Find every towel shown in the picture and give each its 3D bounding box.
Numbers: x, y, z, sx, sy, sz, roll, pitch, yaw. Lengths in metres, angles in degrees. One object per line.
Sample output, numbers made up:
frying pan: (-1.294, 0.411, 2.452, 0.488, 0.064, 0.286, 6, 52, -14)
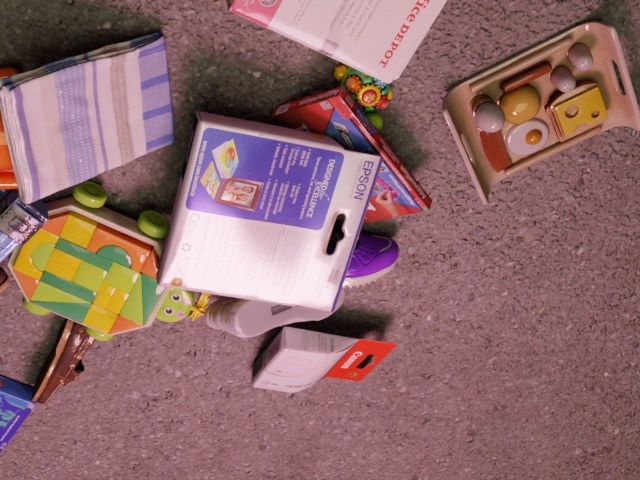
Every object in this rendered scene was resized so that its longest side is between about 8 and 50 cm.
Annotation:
towel: (-0.345, -0.188, 1.522, 0.285, 0.034, 0.209, -27, 134, -33)

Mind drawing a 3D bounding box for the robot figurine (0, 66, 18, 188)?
robot figurine: (-0.493, -0.168, 1.539, 0.220, 0.158, 0.128, -6, 155, -7)

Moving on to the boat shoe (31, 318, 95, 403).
boat shoe: (-0.472, 0.229, 1.857, 0.073, 0.073, 0.207, 22, 118, -22)

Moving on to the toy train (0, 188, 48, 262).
toy train: (-0.516, -0.017, 1.606, 0.184, 0.105, 0.080, -42, 121, 7)

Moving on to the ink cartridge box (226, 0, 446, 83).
ink cartridge box: (0.029, -0.388, 1.486, 0.283, 0.117, 0.207, 21, 118, -23)

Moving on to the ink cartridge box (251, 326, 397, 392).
ink cartridge box: (0.005, 0.241, 1.926, 0.232, 0.066, 0.189, 15, 145, -16)

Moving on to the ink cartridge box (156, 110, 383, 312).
ink cartridge box: (-0.088, -0.041, 1.651, 0.307, 0.072, 0.303, 9, 114, -19)

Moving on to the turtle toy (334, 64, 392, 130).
turtle toy: (0.076, -0.234, 1.636, 0.095, 0.066, 0.130, -10, 127, -3)

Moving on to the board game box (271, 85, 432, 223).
board game box: (0.055, -0.136, 1.684, 0.145, 0.027, 0.281, -11, 134, 39)

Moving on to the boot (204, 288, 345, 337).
boot: (-0.087, 0.110, 1.839, 0.258, 0.123, 0.095, -12, 101, -38)

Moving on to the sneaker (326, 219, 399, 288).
sneaker: (0.000, 0.000, 1.768, 0.294, 0.102, 0.146, -4, 120, -10)

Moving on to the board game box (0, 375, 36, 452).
board game box: (-0.668, 0.310, 1.893, 0.210, 0.047, 0.160, 27, 116, -25)

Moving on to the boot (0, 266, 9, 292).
boot: (-0.647, 0.003, 1.652, 0.249, 0.090, 0.206, 3, 126, -9)

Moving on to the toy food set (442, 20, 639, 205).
toy food set: (0.378, -0.208, 1.696, 0.306, 0.092, 0.219, -25, 125, 8)

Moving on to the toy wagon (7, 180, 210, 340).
toy wagon: (-0.355, 0.059, 1.737, 0.345, 0.068, 0.267, 25, 118, -12)
